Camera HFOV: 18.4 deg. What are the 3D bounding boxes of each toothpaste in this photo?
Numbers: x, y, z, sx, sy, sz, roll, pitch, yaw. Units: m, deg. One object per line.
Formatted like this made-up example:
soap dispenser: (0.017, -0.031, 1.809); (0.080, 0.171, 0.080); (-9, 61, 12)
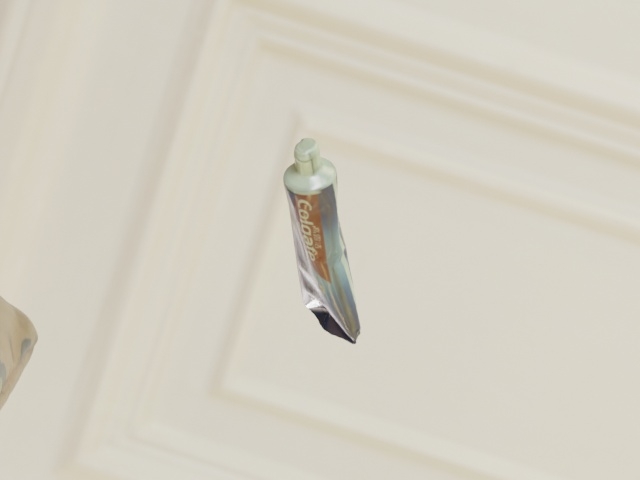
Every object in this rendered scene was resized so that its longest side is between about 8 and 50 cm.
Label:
toothpaste: (0.000, 0.000, 0.682); (0.019, 0.027, 0.083); (-38, 138, -31)

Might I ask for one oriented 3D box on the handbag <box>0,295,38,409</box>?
handbag: (-0.235, 0.041, 0.730); (0.190, 0.193, 0.251); (-33, -169, 7)
